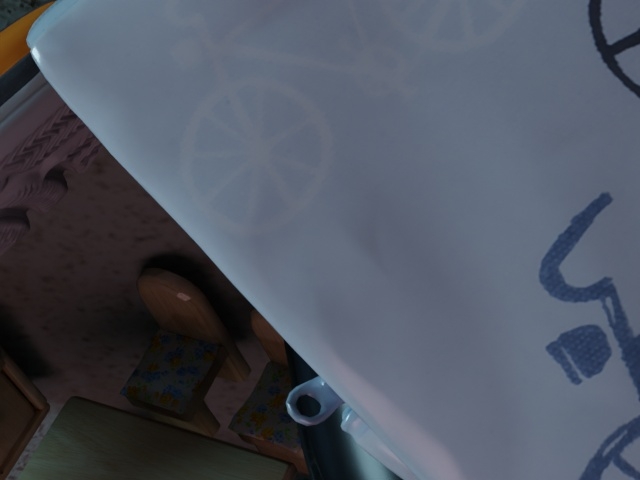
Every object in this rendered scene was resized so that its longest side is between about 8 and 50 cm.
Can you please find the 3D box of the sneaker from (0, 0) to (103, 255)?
[{"bbox_3d":[-0.238,-0.036,0.548,0.321,0.180,0.124,-39,174,-1],"label":"sneaker"}]

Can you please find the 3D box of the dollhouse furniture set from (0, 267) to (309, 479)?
[{"bbox_3d":[-0.136,0.100,0.645,0.242,0.212,0.161,12,147,30],"label":"dollhouse furniture set"}]

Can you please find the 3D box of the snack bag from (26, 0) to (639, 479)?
[{"bbox_3d":[0.121,-0.043,0.399,0.323,0.037,0.342,-44,93,7],"label":"snack bag"}]

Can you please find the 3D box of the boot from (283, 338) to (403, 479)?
[{"bbox_3d":[0.000,0.000,0.505,0.094,0.246,0.207,-25,138,2],"label":"boot"}]
